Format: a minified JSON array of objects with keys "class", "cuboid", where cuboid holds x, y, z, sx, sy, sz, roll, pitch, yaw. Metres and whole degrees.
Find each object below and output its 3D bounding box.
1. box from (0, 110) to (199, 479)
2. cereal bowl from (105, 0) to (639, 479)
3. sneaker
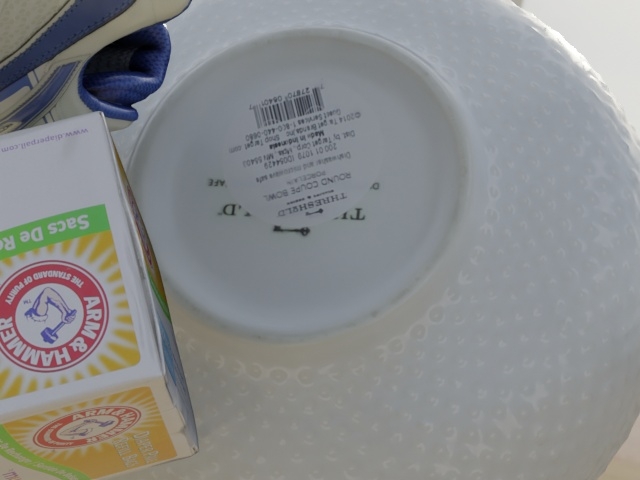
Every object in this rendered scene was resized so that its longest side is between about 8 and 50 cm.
[{"class":"box","cuboid":[-0.156,0.043,0.534,0.203,0.103,0.114,-14,-22,-6]},{"class":"cereal bowl","cuboid":[0.000,0.000,0.719,0.339,0.339,0.141,14,-18,16]},{"class":"sneaker","cuboid":[-0.136,-0.066,0.630,0.131,0.112,0.296,9,-17,-17]}]
